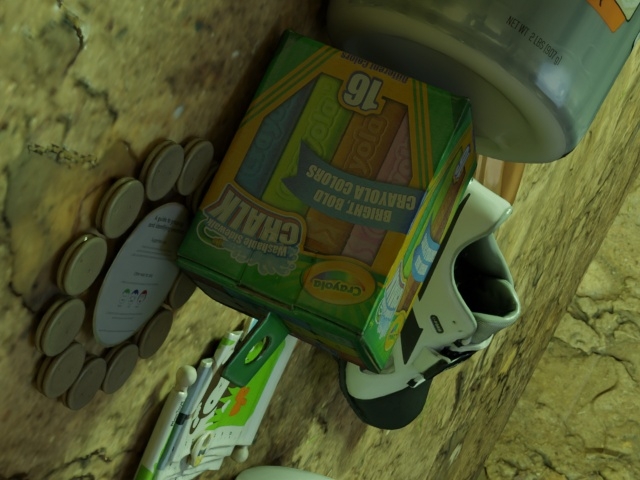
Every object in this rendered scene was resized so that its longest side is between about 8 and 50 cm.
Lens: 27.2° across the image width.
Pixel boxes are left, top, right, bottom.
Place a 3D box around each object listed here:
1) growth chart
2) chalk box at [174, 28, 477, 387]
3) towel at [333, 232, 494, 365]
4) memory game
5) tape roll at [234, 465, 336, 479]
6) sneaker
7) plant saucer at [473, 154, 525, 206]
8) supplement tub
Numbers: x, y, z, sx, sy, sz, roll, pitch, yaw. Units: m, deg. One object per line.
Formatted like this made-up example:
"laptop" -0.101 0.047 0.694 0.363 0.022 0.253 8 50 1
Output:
"growth chart" -0.081 0.133 1.050 0.237 0.021 0.172 -19 133 -67
"chalk box" 0.000 0.000 0.851 0.132 0.132 0.213 60 53 -74
"towel" 0.111 0.055 1.463 0.271 0.040 0.370 -60 161 -11
"memory game" -0.112 0.020 0.800 0.186 0.012 0.186 -53 160 -28
"tape roll" -0.003 0.341 1.213 0.169 0.246 0.246 -64 163 9
"sneaker" 0.106 0.076 1.219 0.122 0.146 0.331 -43 148 -38
"plant saucer" 0.187 -0.099 1.362 0.200 0.037 0.200 12 90 -74
"supplement tub" 0.157 -0.227 0.897 0.316 0.193 0.193 -60 163 -11
